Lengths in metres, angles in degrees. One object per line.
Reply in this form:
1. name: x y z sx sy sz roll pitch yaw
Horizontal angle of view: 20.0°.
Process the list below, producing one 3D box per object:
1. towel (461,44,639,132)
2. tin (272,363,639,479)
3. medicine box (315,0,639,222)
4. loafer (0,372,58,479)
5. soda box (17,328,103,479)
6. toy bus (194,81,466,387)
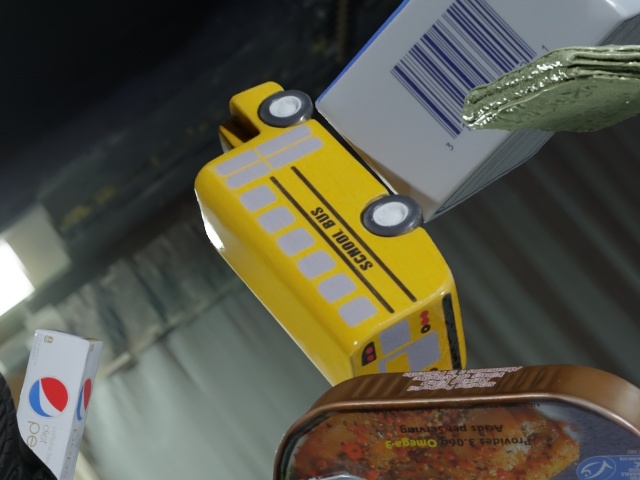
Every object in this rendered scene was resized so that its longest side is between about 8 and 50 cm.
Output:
1. towel: 0.161 -0.094 1.113 0.110 0.027 0.148 1 -11 -23
2. tin: 0.070 0.107 0.786 0.190 0.106 0.040 -5 19 28
3. medicine box: 0.179 -0.183 1.611 0.263 0.149 0.289 -47 -8 31
4. loafer: -0.385 0.220 1.869 0.134 0.130 0.366 -61 -26 -30
5. soda box: -0.316 0.214 2.129 0.074 0.069 0.216 25 -104 -83
6. toy bus: 0.000 0.000 1.521 0.130 0.332 0.108 -28 -45 -15
